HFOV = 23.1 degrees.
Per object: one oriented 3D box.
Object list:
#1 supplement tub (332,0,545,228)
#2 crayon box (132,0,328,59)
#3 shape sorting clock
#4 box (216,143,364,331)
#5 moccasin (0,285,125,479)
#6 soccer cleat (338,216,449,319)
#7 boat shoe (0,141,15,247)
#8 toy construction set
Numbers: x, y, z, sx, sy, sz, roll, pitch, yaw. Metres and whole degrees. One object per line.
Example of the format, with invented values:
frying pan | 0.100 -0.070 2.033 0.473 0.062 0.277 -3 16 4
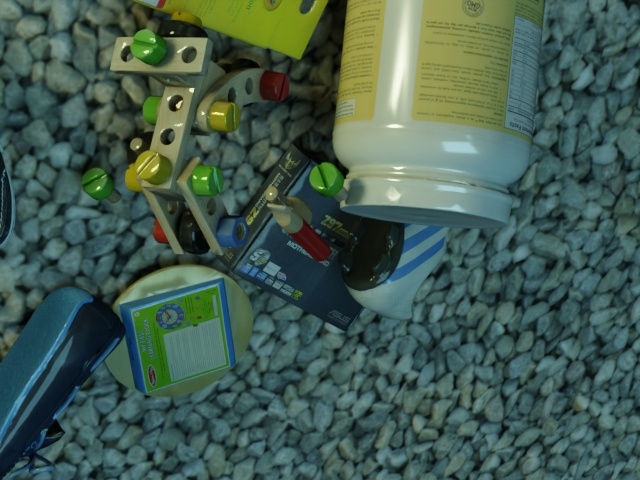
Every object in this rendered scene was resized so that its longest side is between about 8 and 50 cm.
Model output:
supplement tub | 0.140 -0.191 1.869 0.241 0.241 0.331 9 85 -34
crayon box | -0.121 -0.349 1.795 0.318 0.081 0.202 17 109 -36
shape sorting clock | -0.189 0.119 2.065 0.206 0.040 0.206 -13 125 -19
box | 0.000 0.000 2.092 0.232 0.059 0.183 30 98 -40
moccasin | -0.363 0.224 1.965 0.117 0.138 0.342 34 99 -38
soccer cleat | 0.125 -0.049 2.056 0.143 0.116 0.331 48 61 -47
boat shoe | -0.406 -0.099 1.765 0.108 0.102 0.301 -21 126 -18
toy construction set | -0.129 -0.112 1.766 0.257 0.309 0.237 -52 150 -4
